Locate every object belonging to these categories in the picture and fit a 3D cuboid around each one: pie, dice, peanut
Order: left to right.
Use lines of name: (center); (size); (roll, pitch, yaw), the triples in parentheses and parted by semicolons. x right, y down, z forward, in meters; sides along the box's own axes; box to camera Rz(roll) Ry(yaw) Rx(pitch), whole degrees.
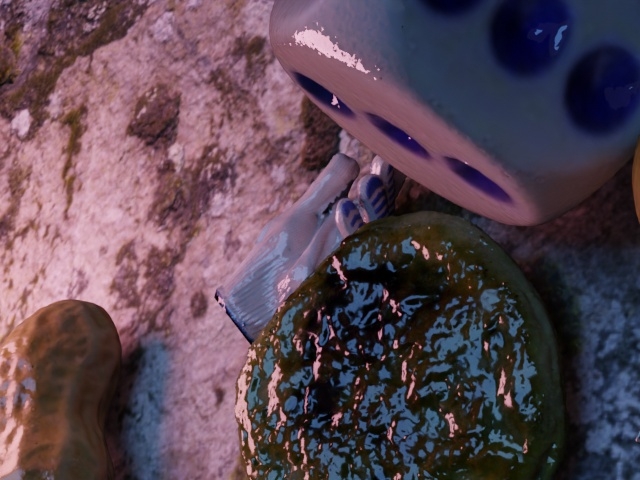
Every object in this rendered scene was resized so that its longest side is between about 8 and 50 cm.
peanut: (-0.266, 0.196, 1.865); (0.149, 0.149, 0.313); (-20, 50, 32)
pie: (0.063, 0.120, 1.622); (0.323, 0.070, 0.323); (-10, 72, 31)
dice: (0.144, -0.208, 1.565); (0.304, 0.277, 0.304); (-54, 13, -6)

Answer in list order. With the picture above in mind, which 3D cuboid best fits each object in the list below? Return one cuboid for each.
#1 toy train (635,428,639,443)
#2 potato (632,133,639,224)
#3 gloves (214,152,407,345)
toy train: (0.326, 0.165, 1.418); (0.207, 0.047, 0.043); (20, 82, 45)
potato: (0.328, -0.040, 1.400); (0.242, 0.242, 0.285); (19, 78, 46)
gloves: (0.000, 0.004, 1.765); (0.229, 0.097, 0.119); (-47, 57, 13)
